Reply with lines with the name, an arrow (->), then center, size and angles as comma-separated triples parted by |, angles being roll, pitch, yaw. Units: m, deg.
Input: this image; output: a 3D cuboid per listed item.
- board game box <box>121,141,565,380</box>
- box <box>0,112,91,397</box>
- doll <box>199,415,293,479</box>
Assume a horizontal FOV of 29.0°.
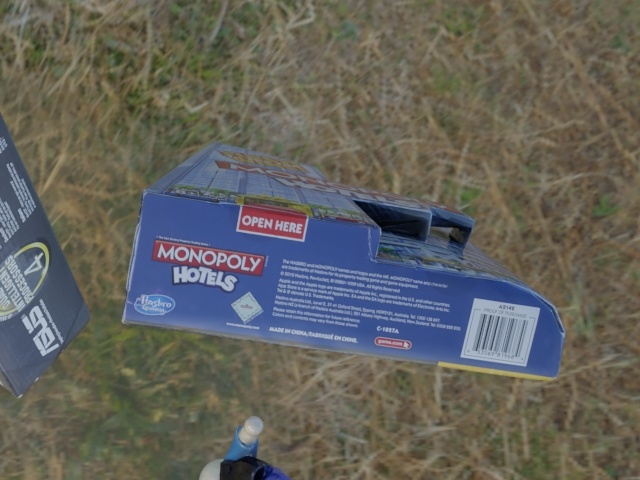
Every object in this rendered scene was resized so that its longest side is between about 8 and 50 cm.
board game box -> 0.000, 0.000, 0.608 | 0.194, 0.194, 0.060 | 9, 102, -13
box -> -0.323, -0.087, 0.792 | 0.318, 0.395, 0.097 | 31, 66, 17
doll -> -0.047, 0.203, 0.974 | 0.046, 0.189, 0.129 | -12, 96, -25
